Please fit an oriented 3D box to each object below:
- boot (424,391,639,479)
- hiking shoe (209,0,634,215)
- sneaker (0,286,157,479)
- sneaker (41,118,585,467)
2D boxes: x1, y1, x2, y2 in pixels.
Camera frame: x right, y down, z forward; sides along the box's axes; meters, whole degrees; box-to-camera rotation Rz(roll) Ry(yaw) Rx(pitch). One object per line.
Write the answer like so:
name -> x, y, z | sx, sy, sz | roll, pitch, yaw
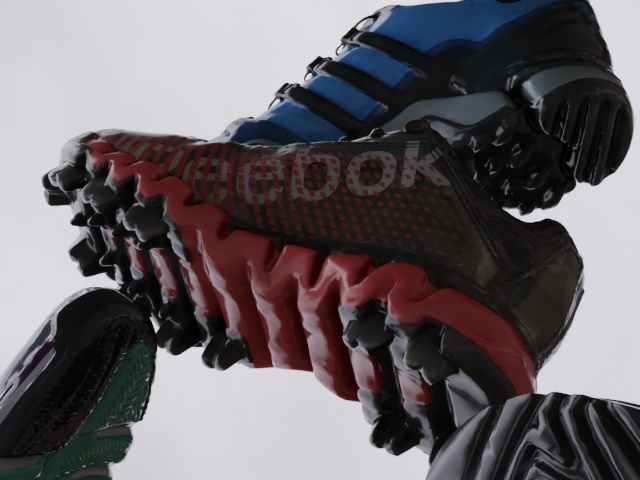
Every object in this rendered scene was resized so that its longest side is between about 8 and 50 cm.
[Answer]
boot -> 0.224, 0.155, 0.678 | 0.260, 0.348, 0.131 | 16, -92, -43
hiking shoe -> 0.026, -0.062, 1.095 | 0.113, 0.304, 0.132 | 59, -158, -50
sneaker -> -0.149, 0.095, 0.711 | 0.098, 0.224, 0.083 | 39, -164, 25
sneaker -> 0.000, 0.000, 0.871 | 0.135, 0.276, 0.098 | -46, -38, -31
